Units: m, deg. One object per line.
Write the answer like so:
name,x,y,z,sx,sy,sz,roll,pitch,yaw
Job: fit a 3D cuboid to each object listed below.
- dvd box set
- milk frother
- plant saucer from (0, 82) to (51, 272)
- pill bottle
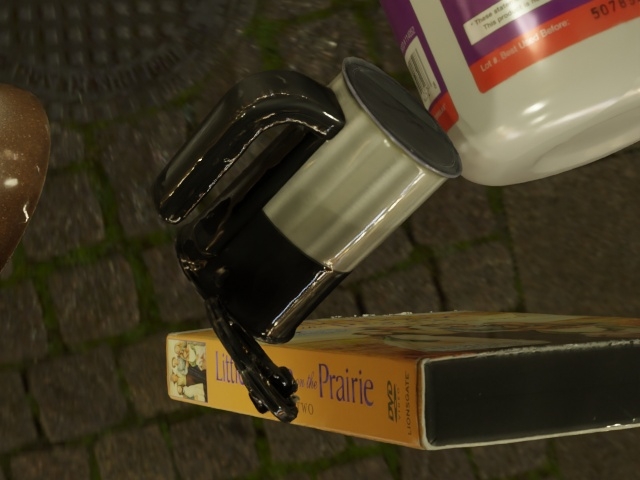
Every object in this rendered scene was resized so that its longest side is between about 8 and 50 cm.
dvd box set,0.100,0.094,1.183,0.308,0.420,0.062,-2,90,-26
milk frother,0.000,0.000,0.775,0.135,0.143,0.129,-45,150,21
plant saucer,-0.228,-0.012,0.827,0.198,0.198,0.036,-46,128,1
pill bottle,0.101,-0.205,0.878,0.181,0.181,0.323,-21,81,-6
